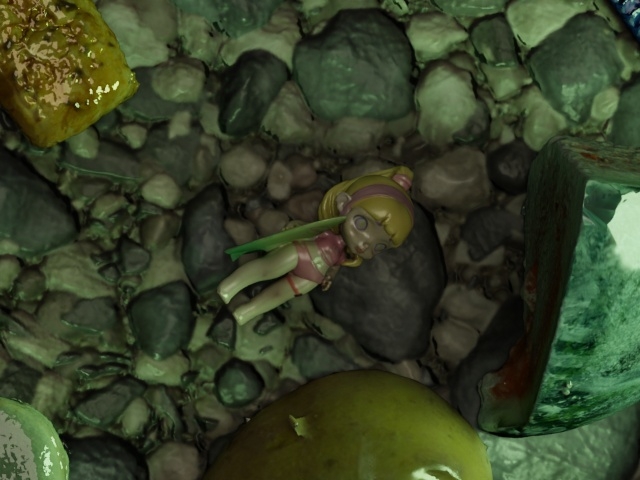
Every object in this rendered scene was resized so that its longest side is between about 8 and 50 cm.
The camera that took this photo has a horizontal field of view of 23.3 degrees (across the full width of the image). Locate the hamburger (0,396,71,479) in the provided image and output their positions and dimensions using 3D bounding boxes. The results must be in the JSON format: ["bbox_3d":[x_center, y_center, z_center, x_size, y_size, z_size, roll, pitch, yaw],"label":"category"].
[{"bbox_3d":[-0.263,0.189,1.223,0.133,0.062,0.140,-9,88,-4],"label":"hamburger"}]

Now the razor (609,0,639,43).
[{"bbox_3d":[0.294,-0.170,1.326,0.093,0.056,0.324,-40,94,6],"label":"razor"}]

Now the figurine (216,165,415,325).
[{"bbox_3d":[0.000,0.000,1.274,0.187,0.083,0.083,-34,90,4],"label":"figurine"}]

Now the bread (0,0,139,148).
[{"bbox_3d":[-0.238,-0.181,1.248,0.114,0.083,0.211,-34,91,-12],"label":"bread"}]

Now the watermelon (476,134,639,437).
[{"bbox_3d":[0.210,0.008,1.234,0.320,0.289,0.213,-40,61,4],"label":"watermelon"}]

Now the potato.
[{"bbox_3d":[0.012,0.238,1.230,0.239,0.116,0.299,40,80,2],"label":"potato"}]
